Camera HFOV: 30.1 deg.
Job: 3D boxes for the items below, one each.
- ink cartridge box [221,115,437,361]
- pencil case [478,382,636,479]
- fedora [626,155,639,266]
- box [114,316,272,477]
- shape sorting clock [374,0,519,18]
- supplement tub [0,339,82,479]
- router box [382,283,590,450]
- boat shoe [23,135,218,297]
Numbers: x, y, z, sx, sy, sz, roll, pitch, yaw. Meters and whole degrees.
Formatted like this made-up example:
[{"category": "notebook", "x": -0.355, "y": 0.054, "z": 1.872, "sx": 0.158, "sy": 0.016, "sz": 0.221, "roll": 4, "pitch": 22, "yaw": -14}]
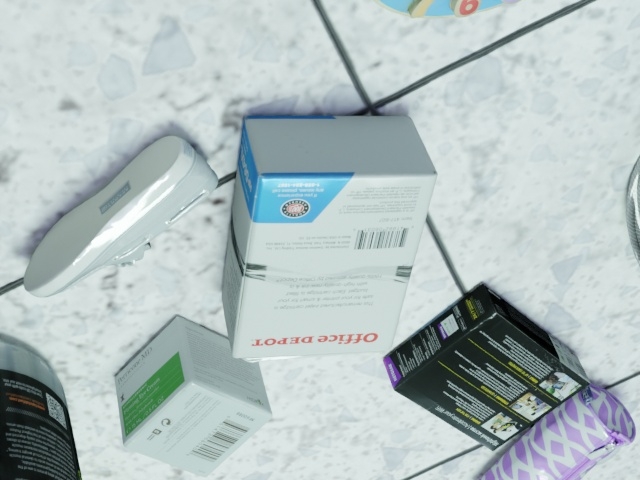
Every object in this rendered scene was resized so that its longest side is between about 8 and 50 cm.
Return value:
[{"category": "ink cartridge box", "x": 0.000, "y": 0.000, "z": 1.008, "sx": 0.148, "sy": 0.086, "sz": 0.203, "roll": -1, "pitch": 132, "yaw": -16}, {"category": "pencil case", "x": 0.258, "y": 0.246, "z": 1.310, "sx": 0.086, "sy": 0.088, "sz": 0.206, "roll": 22, "pitch": 122, "yaw": -30}, {"category": "fedora", "x": 0.390, "y": 0.016, "z": 1.023, "sx": 0.243, "sy": 0.124, "sz": 0.275, "roll": -28, "pitch": 102, "yaw": 31}, {"category": "box", "x": -0.118, "y": 0.145, "z": 1.100, "sx": 0.102, "sy": 0.087, "sz": 0.101, "roll": 30, "pitch": 117, "yaw": -35}, {"category": "shape sorting clock", "x": 0.124, "y": -0.221, "z": 0.843, "sx": 0.206, "sy": 0.040, "sz": 0.206, "roll": -15, "pitch": 153, "yaw": -8}, {"category": "supplement tub", "x": -0.285, "y": 0.248, "z": 0.978, "sx": 0.193, "sy": 0.316, "sz": 0.194, "roll": -12, "pitch": 132, "yaw": -13}, {"category": "router box", "x": 0.170, "y": 0.133, "z": 1.209, "sx": 0.133, "sy": 0.046, "sz": 0.179, "roll": -39, "pitch": 130, "yaw": 19}, {"category": "boat shoe", "x": -0.162, "y": -0.010, "z": 0.971, "sx": 0.184, "sy": 0.066, "sz": 0.063, "roll": -43, "pitch": 129, "yaw": 9}]
